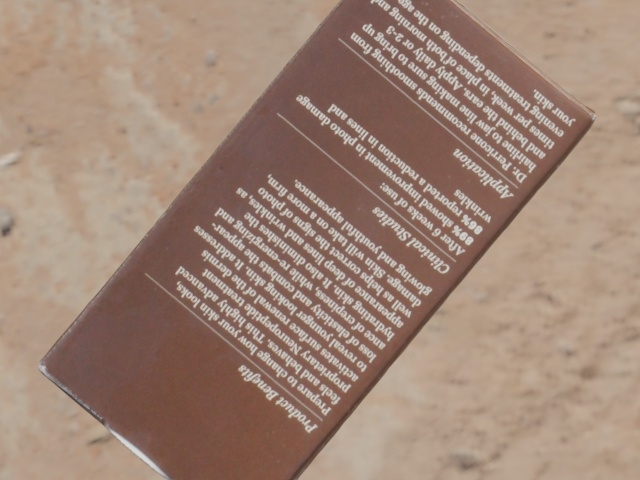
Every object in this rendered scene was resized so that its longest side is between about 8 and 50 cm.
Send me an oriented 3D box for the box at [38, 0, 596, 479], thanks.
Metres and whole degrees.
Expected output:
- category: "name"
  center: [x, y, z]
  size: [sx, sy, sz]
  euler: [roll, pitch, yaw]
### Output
- category: "box"
  center: [0.000, 0.000, 1.299]
  size: [0.191, 0.143, 0.381]
  euler: [40, 93, 0]
